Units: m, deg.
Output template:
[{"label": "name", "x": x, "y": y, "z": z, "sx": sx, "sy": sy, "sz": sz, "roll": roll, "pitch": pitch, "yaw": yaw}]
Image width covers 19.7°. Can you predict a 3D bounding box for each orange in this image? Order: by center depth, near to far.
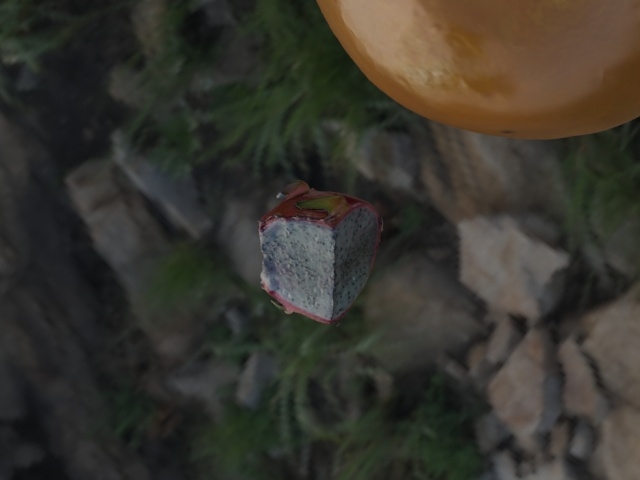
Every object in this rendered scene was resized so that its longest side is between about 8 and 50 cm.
[{"label": "orange", "x": 0.131, "y": -0.217, "z": 1.175, "sx": 0.312, "sy": 0.312, "sz": 0.312, "roll": 19, "pitch": 131, "yaw": 23}]

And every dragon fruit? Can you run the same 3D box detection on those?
[{"label": "dragon fruit", "x": 0.000, "y": 0.000, "z": 1.068, "sx": 0.056, "sy": 0.060, "sz": 0.083, "roll": 18, "pitch": 131, "yaw": 28}]
